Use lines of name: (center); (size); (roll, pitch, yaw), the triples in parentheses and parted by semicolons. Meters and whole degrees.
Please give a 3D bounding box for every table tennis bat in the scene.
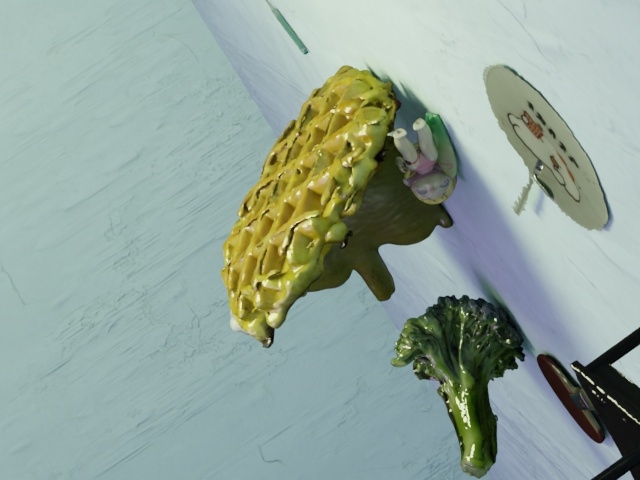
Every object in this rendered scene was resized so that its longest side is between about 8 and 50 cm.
table tennis bat: (0.362, 0.225, 1.941); (0.154, 0.021, 0.274); (55, 178, 6)

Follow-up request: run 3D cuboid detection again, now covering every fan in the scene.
fan: (0.216, -0.072, 1.360); (0.190, 0.009, 0.329); (54, 173, 14)

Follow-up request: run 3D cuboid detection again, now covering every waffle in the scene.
waffle: (-0.019, -0.061, 1.815); (0.095, 0.379, 0.382); (30, -168, -16)

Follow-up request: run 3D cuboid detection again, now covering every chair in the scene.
chair: (0.255, 0.162, 1.001); (0.154, 0.260, 0.141); (58, 176, -23)

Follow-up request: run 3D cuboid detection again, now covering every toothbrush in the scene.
toothbrush: (-0.069, -0.375, 2.284); (0.167, 0.011, 0.014); (55, 170, 18)

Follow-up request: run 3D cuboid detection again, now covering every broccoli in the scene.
broccoli: (0.205, 0.201, 2.054); (0.198, 0.177, 0.274); (36, -135, -21)

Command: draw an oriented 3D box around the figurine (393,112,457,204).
figurine: (0.131, -0.107, 1.715); (0.083, 0.083, 0.187); (54, -178, 29)

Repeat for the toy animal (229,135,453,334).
toy animal: (0.016, 0.004, 2.061); (0.180, 0.363, 0.181); (40, -168, -43)
